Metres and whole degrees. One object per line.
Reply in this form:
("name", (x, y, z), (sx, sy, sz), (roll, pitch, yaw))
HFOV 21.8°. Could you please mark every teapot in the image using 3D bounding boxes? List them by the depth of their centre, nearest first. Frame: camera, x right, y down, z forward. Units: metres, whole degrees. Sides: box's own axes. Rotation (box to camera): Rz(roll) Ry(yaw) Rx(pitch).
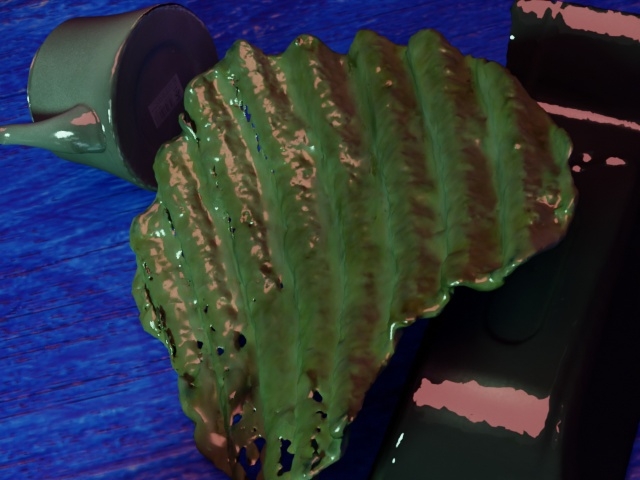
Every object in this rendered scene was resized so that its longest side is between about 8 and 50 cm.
("teapot", (-0.186, -0.133, 1.466), (0.149, 0.162, 0.239), (6, 30, 30))

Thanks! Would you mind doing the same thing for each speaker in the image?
("speaker", (0.162, 0.028, 1.239), (0.180, 0.184, 0.388), (11, 59, 19))

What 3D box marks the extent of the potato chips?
("potato chips", (-0.004, -0.003, 1.244), (0.373, 0.097, 0.389), (-50, 41, 8))
